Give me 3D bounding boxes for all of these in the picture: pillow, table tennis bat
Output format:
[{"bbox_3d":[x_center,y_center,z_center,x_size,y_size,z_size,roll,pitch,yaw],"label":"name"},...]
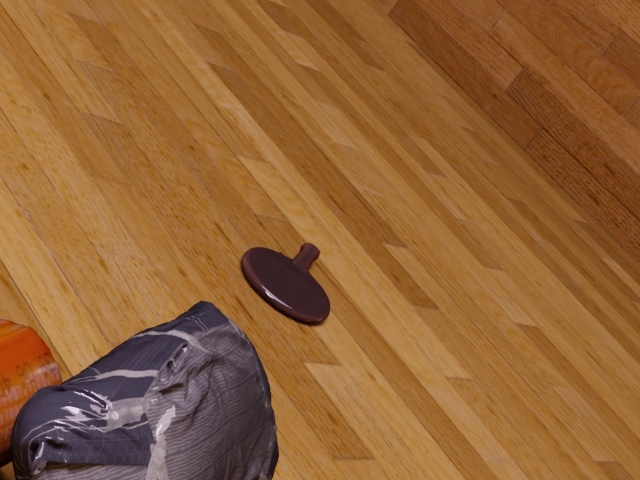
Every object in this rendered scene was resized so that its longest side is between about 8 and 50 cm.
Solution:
[{"bbox_3d":[-0.100,0.136,0.856,0.093,0.161,0.335,-2,8,15],"label":"pillow"},{"bbox_3d":[0.000,0.000,1.353,0.107,0.119,0.170,38,21,-2],"label":"table tennis bat"}]

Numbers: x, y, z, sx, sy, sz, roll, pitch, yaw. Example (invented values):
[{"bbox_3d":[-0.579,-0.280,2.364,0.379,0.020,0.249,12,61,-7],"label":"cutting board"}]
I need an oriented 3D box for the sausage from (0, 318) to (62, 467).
[{"bbox_3d":[-0.254,0.115,0.682,0.093,0.093,0.312,42,20,10],"label":"sausage"}]
